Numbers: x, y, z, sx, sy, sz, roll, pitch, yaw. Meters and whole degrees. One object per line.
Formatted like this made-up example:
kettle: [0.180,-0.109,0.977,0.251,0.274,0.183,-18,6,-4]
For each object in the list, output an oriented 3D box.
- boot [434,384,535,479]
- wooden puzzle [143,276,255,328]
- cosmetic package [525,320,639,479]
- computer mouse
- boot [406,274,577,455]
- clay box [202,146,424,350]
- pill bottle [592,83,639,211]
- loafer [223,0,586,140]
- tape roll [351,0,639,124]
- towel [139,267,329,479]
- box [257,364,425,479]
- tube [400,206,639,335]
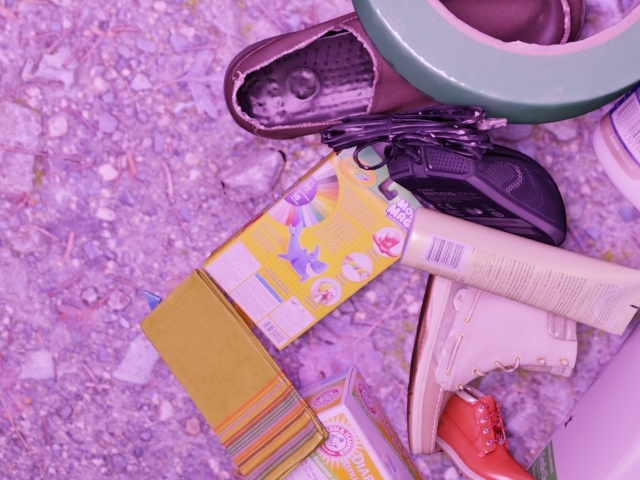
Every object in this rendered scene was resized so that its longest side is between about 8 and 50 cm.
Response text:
boot: [0.177,0.212,1.107,0.158,0.059,0.084,36,102,36]
wooden puzzle: [-0.136,0.077,1.161,0.116,0.014,0.078,-9,106,11]
cosmetic package: [0.349,0.214,1.042,0.155,0.197,0.365,30,108,-2]
computer mouse: [0.148,-0.068,0.985,0.189,0.272,0.072,5,71,44]
boot: [0.178,0.130,1.077,0.165,0.077,0.213,11,83,1]
clay box: [0.000,0.000,1.096,0.222,0.053,0.127,-39,100,16]
pill bottle: [0.384,-0.134,0.917,0.153,0.153,0.264,39,123,-5]
loafer: [0.075,-0.165,0.990,0.366,0.130,0.133,-18,105,13]
tape roll: [0.181,-0.265,0.902,0.321,0.077,0.321,0,82,-2]
towel: [-0.098,0.147,1.104,0.102,0.021,0.237,-43,70,10]
box: [0.034,0.259,1.148,0.114,0.103,0.203,-28,102,16]
tube: [0.200,0.030,1.024,0.240,0.070,0.062,17,86,2]
